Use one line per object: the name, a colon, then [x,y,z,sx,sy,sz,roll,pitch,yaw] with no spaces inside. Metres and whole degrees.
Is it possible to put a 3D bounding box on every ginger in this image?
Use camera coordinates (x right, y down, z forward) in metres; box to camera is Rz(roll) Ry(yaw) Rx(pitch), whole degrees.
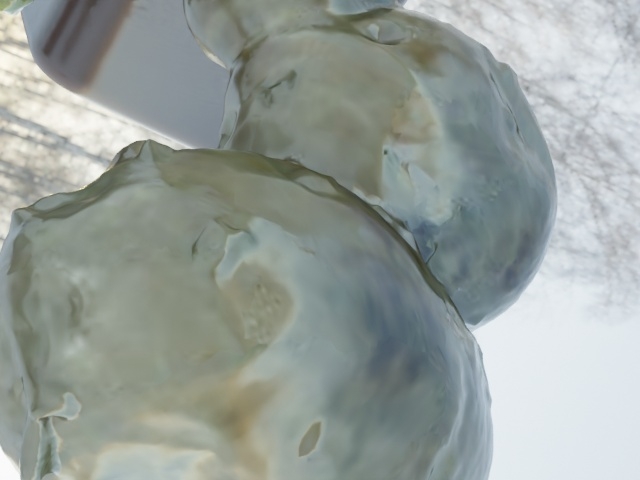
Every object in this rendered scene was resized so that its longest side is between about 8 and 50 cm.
ginger: [0.000,0.000,0.462,0.155,0.244,0.304,-22,-141,37]

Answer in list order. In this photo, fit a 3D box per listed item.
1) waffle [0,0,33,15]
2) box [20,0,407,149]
waffle: [-0.241,-0.214,0.560,0.058,0.238,0.243,-52,155,-45]
box: [-0.096,-0.238,0.917,0.229,0.239,0.339,-56,-149,17]
